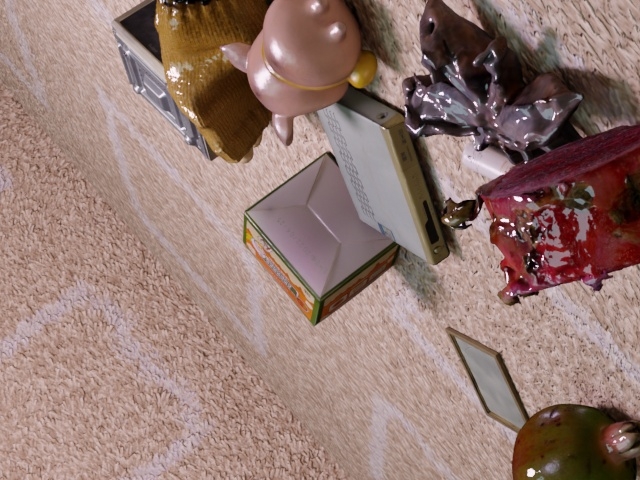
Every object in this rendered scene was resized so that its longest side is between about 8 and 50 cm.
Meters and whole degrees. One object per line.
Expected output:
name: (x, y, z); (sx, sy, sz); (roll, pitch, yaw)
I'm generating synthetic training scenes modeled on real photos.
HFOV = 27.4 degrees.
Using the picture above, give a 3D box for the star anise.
star anise: (0.184, -0.152, 1.454); (0.257, 0.110, 0.198); (36, 157, 29)

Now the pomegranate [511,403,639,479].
pomegranate: (0.368, 0.303, 1.809); (0.210, 0.180, 0.180); (-32, 96, 44)

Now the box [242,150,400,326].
box: (0.000, 0.000, 2.120); (0.195, 0.177, 0.148); (49, 164, 13)

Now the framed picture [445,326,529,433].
framed picture: (0.281, 0.237, 2.145); (0.136, 0.010, 0.201); (26, 149, 55)

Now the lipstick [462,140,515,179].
lipstick: (0.228, -0.085, 1.587); (0.141, 0.040, 0.040); (33, 154, 50)

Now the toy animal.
toy animal: (-0.018, -0.251, 1.748); (0.165, 0.149, 0.248); (65, 154, 10)

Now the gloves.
gloves: (-0.137, -0.274, 1.957); (0.155, 0.203, 0.356); (-112, 6, -49)

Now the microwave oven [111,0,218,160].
microwave oven: (-0.222, -0.278, 2.218); (0.240, 0.145, 0.194); (44, 158, 27)

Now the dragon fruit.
dragon fruit: (0.267, -0.019, 1.293); (0.282, 0.211, 0.147); (-21, 99, 27)

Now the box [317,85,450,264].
box: (0.087, -0.104, 1.913); (0.211, 0.045, 0.270); (34, 155, 47)
